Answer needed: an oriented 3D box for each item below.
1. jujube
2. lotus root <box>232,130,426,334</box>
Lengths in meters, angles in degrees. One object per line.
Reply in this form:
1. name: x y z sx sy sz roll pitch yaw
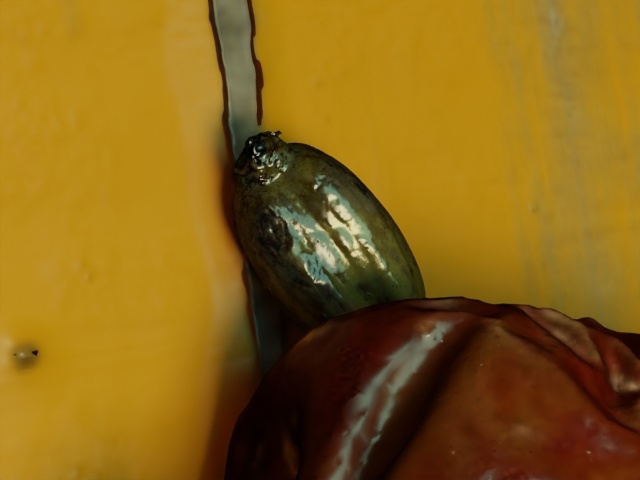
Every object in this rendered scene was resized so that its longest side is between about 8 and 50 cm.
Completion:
1. jujube: 0.126 0.137 0.704 0.342 0.216 0.216 25 69 -17
2. lotus root: 0.000 0.000 0.719 0.054 0.049 0.099 -39 107 -7
